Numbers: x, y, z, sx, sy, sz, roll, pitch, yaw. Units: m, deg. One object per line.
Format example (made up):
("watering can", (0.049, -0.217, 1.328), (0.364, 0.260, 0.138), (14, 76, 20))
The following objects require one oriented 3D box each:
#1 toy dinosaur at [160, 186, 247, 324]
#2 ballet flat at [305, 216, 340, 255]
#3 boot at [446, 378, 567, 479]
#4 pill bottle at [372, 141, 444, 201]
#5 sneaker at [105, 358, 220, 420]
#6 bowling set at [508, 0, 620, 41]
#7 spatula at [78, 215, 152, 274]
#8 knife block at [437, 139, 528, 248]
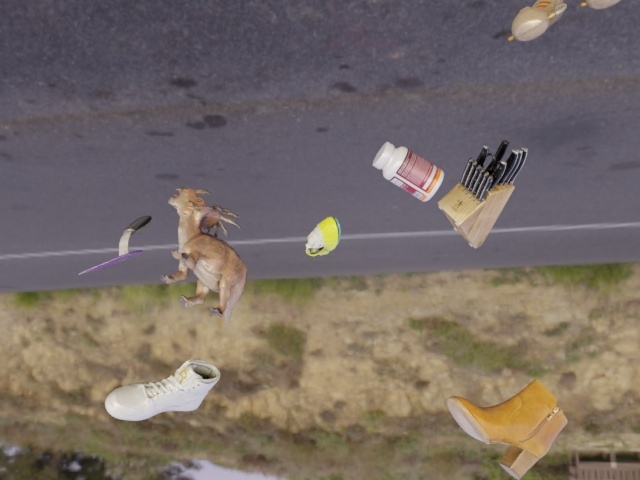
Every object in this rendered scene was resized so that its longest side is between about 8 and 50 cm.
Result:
("toy dinosaur", (-0.220, 0.036, 1.399), (0.127, 0.200, 0.295), (-7, 124, 44))
("ballet flat", (0.000, 0.000, 1.805), (0.077, 0.077, 0.231), (-17, 169, -12))
("boot", (0.454, 0.408, 1.611), (0.295, 0.211, 0.104), (47, 164, -15))
("pill bottle", (0.201, -0.162, 1.543), (0.152, 0.086, 0.086), (31, 162, -9))
("sneaker", (-0.403, 0.377, 1.750), (0.292, 0.108, 0.169), (4, 135, -48))
("bowling set", (0.324, -0.367, 0.779), (0.287, 0.200, 0.154), (-18, -162, 42))
("spatula", (-0.331, 0.000, 1.147), (0.084, 0.030, 0.296), (-22, -161, 6))
("knife block", (0.422, -0.123, 1.671), (0.242, 0.088, 0.276), (-42, 149, 6))
